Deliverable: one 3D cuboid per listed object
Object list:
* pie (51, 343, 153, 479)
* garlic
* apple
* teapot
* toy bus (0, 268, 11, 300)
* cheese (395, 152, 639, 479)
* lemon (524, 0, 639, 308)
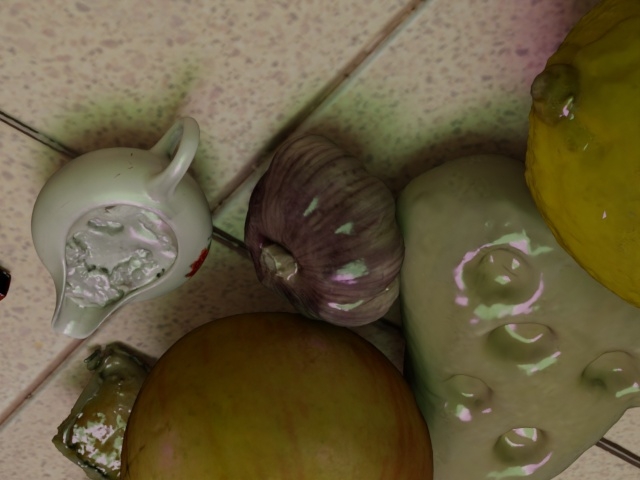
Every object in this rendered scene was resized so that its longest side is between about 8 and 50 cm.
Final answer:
[{"bbox_3d":[-0.131,0.212,1.186,0.282,0.068,0.128,36,83,-23],"label":"pie"},{"bbox_3d":[0.000,0.000,0.971,0.147,0.102,0.159,18,127,40],"label":"garlic"},{"bbox_3d":[-0.042,0.193,1.039,0.286,0.233,0.286,-8,137,-7],"label":"apple"},{"bbox_3d":[-0.156,-0.020,0.976,0.145,0.092,0.226,19,128,-24],"label":"teapot"},{"bbox_3d":[-0.323,0.020,1.043,0.043,0.031,0.110,-34,125,28],"label":"toy bus"},{"bbox_3d":[0.145,0.081,1.065,0.351,0.130,0.328,-37,126,25],"label":"cheese"},{"bbox_3d":[0.283,-0.064,0.848,0.321,0.268,0.268,10,132,-12],"label":"lemon"}]
